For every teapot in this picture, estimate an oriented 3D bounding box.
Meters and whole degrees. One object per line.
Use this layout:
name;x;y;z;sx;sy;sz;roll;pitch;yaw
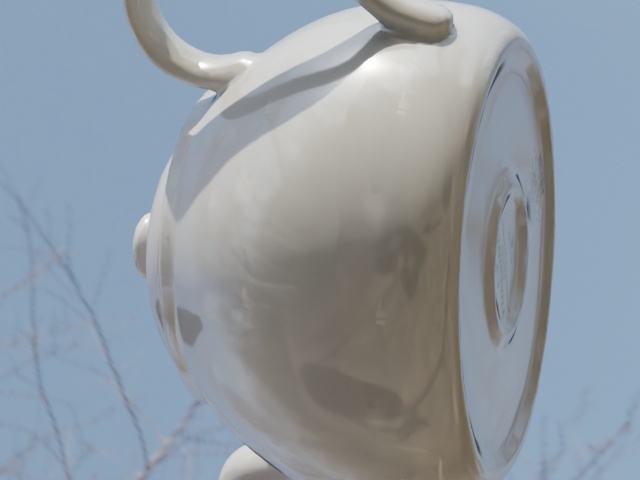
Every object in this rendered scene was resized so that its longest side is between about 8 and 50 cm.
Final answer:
teapot;0.000;0.000;0.867;0.252;0.187;0.256;41;-125;-68
